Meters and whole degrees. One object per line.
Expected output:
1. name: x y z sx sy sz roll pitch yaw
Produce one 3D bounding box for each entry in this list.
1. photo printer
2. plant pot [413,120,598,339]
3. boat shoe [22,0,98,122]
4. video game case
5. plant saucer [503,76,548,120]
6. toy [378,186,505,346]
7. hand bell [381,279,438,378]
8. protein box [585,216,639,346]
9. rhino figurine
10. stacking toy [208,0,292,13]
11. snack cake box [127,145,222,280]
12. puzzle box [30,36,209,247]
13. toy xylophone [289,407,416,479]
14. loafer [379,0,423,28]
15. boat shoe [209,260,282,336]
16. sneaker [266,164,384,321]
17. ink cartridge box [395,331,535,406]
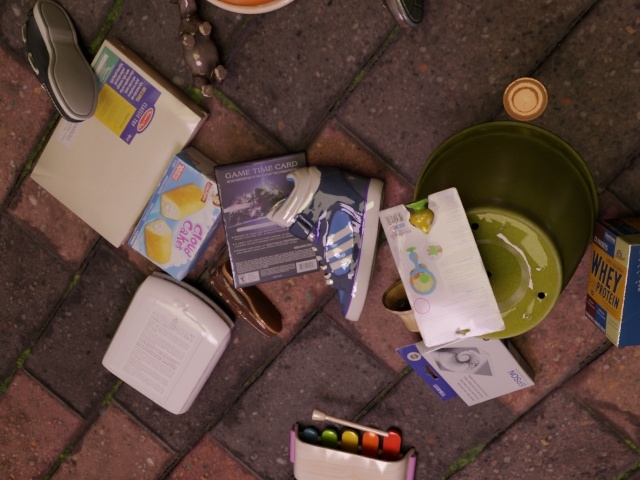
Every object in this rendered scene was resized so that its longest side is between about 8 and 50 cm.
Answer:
1. photo printer: -0.363 0.238 1.857 0.256 0.107 0.308 33 116 3
2. plant pot: 0.322 -0.002 1.407 0.366 0.353 0.367 6 112 15
3. boat shoe: -0.559 -0.368 1.643 0.091 0.114 0.303 -34 64 34
4. video game case: -0.112 -0.043 1.660 0.196 0.026 0.274 -11 109 -11
5. plant saucer: 0.391 -0.269 1.469 0.083 0.013 0.084 7 113 16
6. toy: 0.198 0.041 1.235 0.136 0.056 0.237 -18 99 27
7. hand bell: 0.231 0.208 1.677 0.126 0.126 0.242 -12 120 21
8. protein box: 0.620 0.070 1.425 0.199 0.136 0.201 -4 111 -6
9. rhino figurine: -0.254 -0.415 1.571 0.073 0.106 0.243 -19 105 -9
10. stacking toy: -0.197 -0.543 1.287 0.350 0.480 0.351 6 113 16
11. snack cake box: -0.303 -0.059 1.731 0.152 0.089 0.264 35 117 3
12. puzzle box: -0.459 -0.212 1.741 0.272 0.052 0.409 40 117 0
13. toy xylophone: 0.073 0.510 1.839 0.322 0.081 0.236 16 115 11
14. loafer: 0.114 -0.517 1.429 0.084 0.096 0.268 -13 100 42
15. boat shoe: -0.173 0.143 1.782 0.073 0.073 0.207 -39 88 28
16. sneaker: 0.000 0.000 1.624 0.236 0.130 0.323 10 110 7
17. ink cartridge box: 0.309 0.271 1.644 0.224 0.045 0.223 -25 127 26
